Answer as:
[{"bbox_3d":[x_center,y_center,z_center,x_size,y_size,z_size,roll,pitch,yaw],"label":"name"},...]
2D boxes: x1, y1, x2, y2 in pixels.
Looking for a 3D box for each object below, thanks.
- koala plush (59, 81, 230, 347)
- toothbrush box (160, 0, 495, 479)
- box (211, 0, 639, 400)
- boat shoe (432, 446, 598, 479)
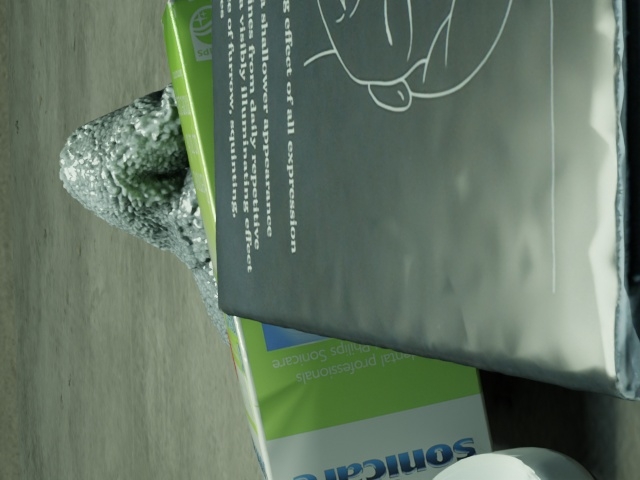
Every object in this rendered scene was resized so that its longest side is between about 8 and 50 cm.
[{"bbox_3d":[-0.040,-0.005,1.189,0.196,0.203,0.221,-158,44,-83],"label":"koala plush"},{"bbox_3d":[0.000,0.000,0.993,0.206,0.122,0.283,-139,36,-82],"label":"toothbrush box"},{"bbox_3d":[0.109,-0.107,0.700,0.395,0.212,0.293,-174,83,-71],"label":"box"},{"bbox_3d":[0.103,0.190,0.897,0.306,0.105,0.113,104,147,-48],"label":"boat shoe"}]
